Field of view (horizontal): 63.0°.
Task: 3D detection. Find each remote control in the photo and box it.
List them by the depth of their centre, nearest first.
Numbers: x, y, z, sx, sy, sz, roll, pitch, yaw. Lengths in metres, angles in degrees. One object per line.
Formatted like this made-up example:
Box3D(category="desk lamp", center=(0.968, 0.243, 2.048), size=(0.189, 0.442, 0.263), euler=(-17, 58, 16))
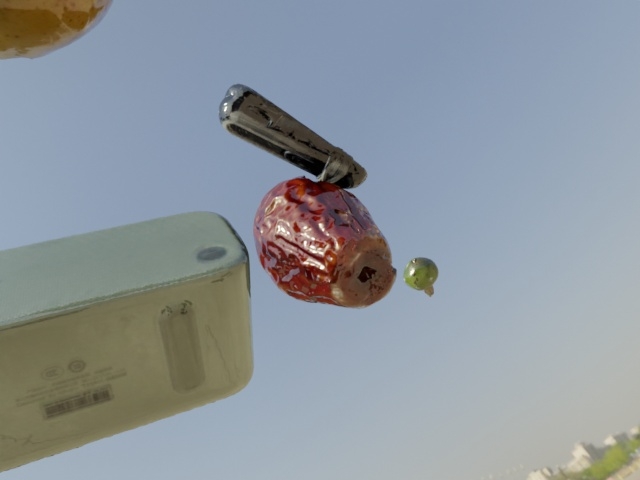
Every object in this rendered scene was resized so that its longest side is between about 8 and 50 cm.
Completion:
Box3D(category="remote control", center=(-0.045, -0.151, 0.842), size=(0.266, 0.090, 0.066), euler=(31, -104, -13))

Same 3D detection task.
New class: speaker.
Box3D(category="speaker", center=(-0.278, 0.112, 0.584), size=(0.406, 0.183, 0.184), euler=(-14, -60, -20))

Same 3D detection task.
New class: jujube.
Box3D(category="jujube", center=(0.000, 0.000, 0.833), size=(0.197, 0.290, 0.197), euler=(-13, -63, -26))

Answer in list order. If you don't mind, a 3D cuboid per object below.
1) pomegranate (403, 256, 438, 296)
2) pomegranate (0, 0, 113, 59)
Box3D(category="pomegranate", center=(0.213, 0.072, 1.077), size=(0.084, 0.073, 0.073), euler=(26, -66, -28))
Box3D(category="pomegranate", center=(-0.293, -0.275, 0.474), size=(0.233, 0.233, 0.233), euler=(-23, -37, -18))
